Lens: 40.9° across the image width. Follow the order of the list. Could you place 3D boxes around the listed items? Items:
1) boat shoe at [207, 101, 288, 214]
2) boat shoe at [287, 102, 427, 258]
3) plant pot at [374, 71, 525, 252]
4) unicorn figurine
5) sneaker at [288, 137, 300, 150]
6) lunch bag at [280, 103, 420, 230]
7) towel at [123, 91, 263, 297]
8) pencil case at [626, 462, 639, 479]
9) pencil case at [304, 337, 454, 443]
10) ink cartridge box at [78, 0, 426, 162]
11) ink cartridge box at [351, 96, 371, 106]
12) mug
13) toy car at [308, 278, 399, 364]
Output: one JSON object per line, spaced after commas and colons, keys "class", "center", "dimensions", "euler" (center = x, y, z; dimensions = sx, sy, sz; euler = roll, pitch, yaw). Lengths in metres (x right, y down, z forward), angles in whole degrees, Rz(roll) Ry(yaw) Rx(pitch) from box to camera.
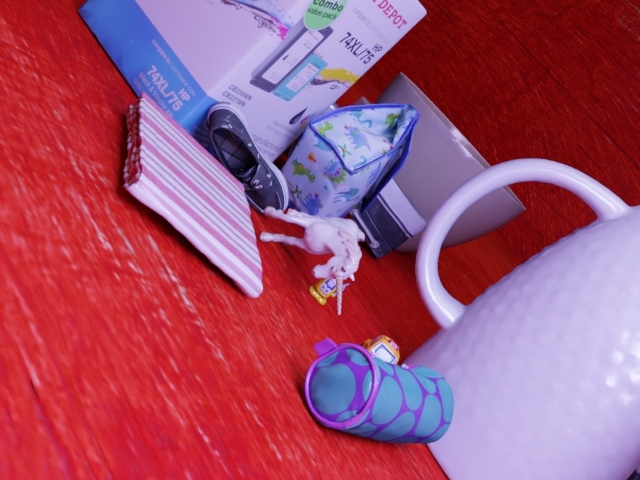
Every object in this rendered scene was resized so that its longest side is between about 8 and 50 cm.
{"class": "boat shoe", "center": [-0.075, -0.072, 0.856], "dimensions": [0.040, 0.049, 0.142], "euler": [-86, 153, -49]}
{"class": "boat shoe", "center": [0.013, -0.107, 1.139], "dimensions": [0.306, 0.105, 0.113], "euler": [49, 8, -21]}
{"class": "plant pot", "center": [0.151, -0.092, 1.332], "dimensions": [0.284, 0.191, 0.284], "euler": [45, 13, -13]}
{"class": "unicorn figurine", "center": [0.000, 0.000, 0.830], "dimensions": [0.111, 0.060, 0.162], "euler": [14, 24, 19]}
{"class": "sneaker", "center": [-0.022, -0.191, 1.295], "dimensions": [0.086, 0.085, 0.237], "euler": [61, 12, -8]}
{"class": "lunch bag", "center": [0.038, -0.091, 0.997], "dimensions": [0.151, 0.129, 0.096], "euler": [-31, 76, -40]}
{"class": "towel", "center": [-0.112, -0.041, 0.737], "dimensions": [0.144, 0.029, 0.197], "euler": [43, 14, -28]}
{"class": "pencil case", "center": [0.331, 0.210, 0.640], "dimensions": [0.183, 0.410, 0.160], "euler": [37, 5, 10]}
{"class": "pencil case", "center": [0.050, 0.123, 0.686], "dimensions": [0.151, 0.064, 0.070], "euler": [28, 39, -55]}
{"class": "ink cartridge box", "center": [-0.068, -0.247, 0.921], "dimensions": [0.197, 0.270, 0.198], "euler": [53, 15, 22]}
{"class": "ink cartridge box", "center": [0.121, -0.178, 1.703], "dimensions": [0.153, 0.087, 0.208], "euler": [41, 14, -28]}
{"class": "mug", "center": [0.257, 0.090, 0.854], "dimensions": [0.374, 0.328, 0.276], "euler": [49, 13, 7]}
{"class": "toy car", "center": [0.032, 0.079, 0.807], "dimensions": [0.122, 0.040, 0.060], "euler": [51, 14, 14]}
